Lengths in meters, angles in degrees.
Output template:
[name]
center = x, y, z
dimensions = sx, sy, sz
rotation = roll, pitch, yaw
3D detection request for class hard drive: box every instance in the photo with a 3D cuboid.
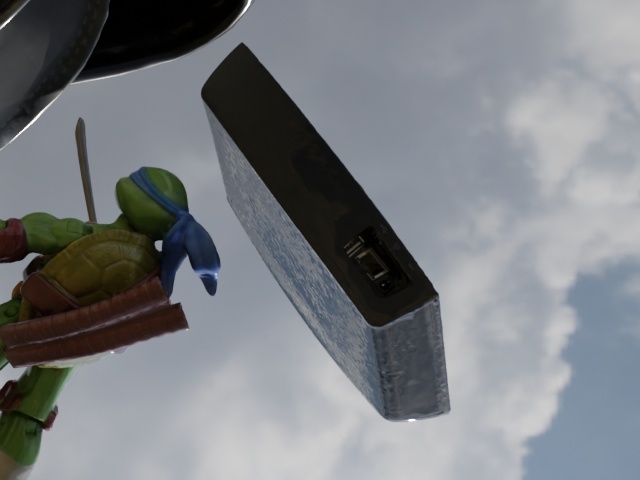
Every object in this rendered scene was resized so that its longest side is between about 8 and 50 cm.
[hard drive]
center = 0.000, 0.000, 1.247
dimensions = 0.054, 0.172, 0.255
rotation = -29, -123, -12

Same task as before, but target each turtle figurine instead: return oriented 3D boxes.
[turtle figurine]
center = -0.219, 0.033, 1.270
dimensions = 0.274, 0.198, 0.266
rotation = 34, -88, 11

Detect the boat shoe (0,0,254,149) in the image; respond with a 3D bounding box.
[boat shoe]
center = -0.176, -0.114, 0.778
dimensions = 0.187, 0.500, 0.156
rotation = -35, -93, 30
